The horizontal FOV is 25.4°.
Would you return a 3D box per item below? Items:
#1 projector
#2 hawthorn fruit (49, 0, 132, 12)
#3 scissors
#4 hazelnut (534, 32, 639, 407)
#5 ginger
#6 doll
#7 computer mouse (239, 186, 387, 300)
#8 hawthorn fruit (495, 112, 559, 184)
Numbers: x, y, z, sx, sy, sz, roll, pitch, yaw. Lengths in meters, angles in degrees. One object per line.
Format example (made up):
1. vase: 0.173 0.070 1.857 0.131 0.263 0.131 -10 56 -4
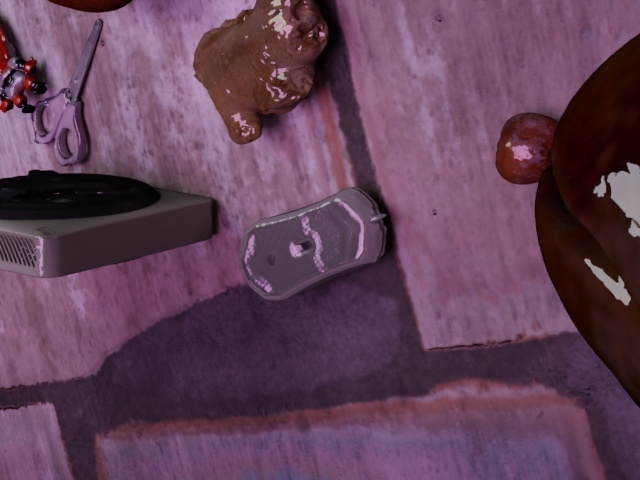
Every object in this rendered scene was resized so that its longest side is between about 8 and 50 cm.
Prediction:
1. projector: -0.291 -0.029 1.559 0.257 0.259 0.079 9 106 36
2. hawthorn fruit: -0.260 -0.348 1.507 0.225 0.196 0.196 34 121 45
3. scissors: -0.291 -0.179 1.678 0.100 0.015 0.189 41 122 25
4. hazelnut: 0.379 -0.005 1.000 0.429 0.402 0.402 48 125 25
5. ginger: -0.049 -0.200 1.452 0.137 0.074 0.213 50 120 17
6. doll: -0.400 -0.218 1.721 0.169 0.057 0.109 43 111 29
7. computer mouse: 0.000 0.000 1.474 0.181 0.056 0.089 -23 89 31
8. hawthorn fruit: 0.209 -0.081 1.288 0.103 0.067 0.067 7 106 32
